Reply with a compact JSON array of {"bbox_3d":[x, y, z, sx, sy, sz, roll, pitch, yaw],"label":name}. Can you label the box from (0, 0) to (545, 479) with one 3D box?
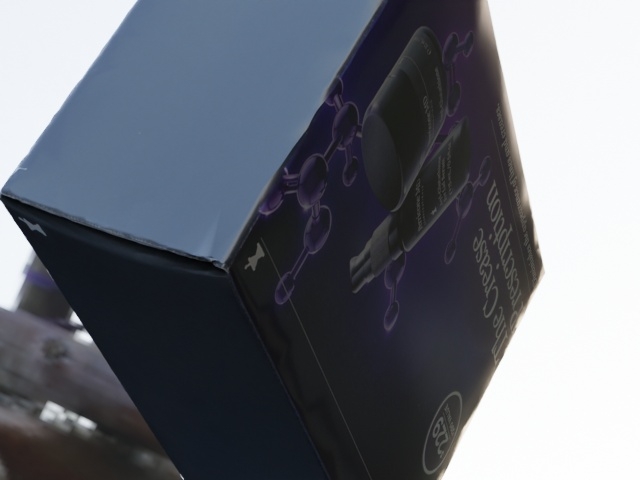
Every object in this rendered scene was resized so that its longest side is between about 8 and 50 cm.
[{"bbox_3d":[0.000,0.000,0.672,0.184,0.103,0.261,-58,-30,-24],"label":"box"}]
